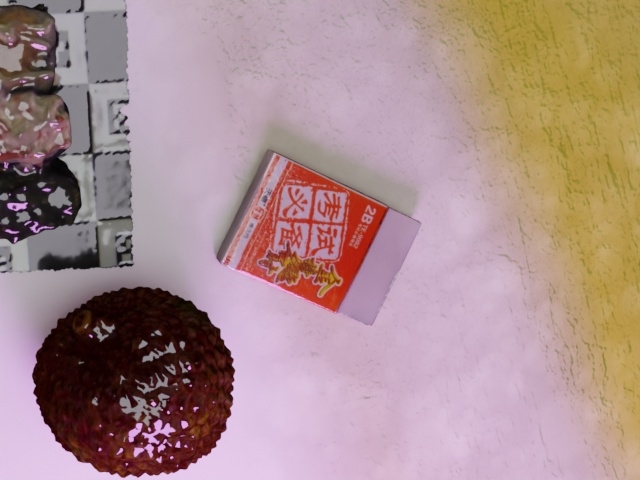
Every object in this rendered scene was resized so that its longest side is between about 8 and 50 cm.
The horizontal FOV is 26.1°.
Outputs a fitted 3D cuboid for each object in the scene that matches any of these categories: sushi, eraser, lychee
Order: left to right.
[{"bbox_3d":[-0.351,-0.129,1.585,0.296,0.100,0.373,-3,104,-19],"label":"sushi"},{"bbox_3d":[-0.212,0.173,1.643,0.236,0.236,0.271,-44,137,-5],"label":"lychee"},{"bbox_3d":[0.000,0.000,1.776,0.230,0.038,0.157,24,94,-22],"label":"eraser"}]
